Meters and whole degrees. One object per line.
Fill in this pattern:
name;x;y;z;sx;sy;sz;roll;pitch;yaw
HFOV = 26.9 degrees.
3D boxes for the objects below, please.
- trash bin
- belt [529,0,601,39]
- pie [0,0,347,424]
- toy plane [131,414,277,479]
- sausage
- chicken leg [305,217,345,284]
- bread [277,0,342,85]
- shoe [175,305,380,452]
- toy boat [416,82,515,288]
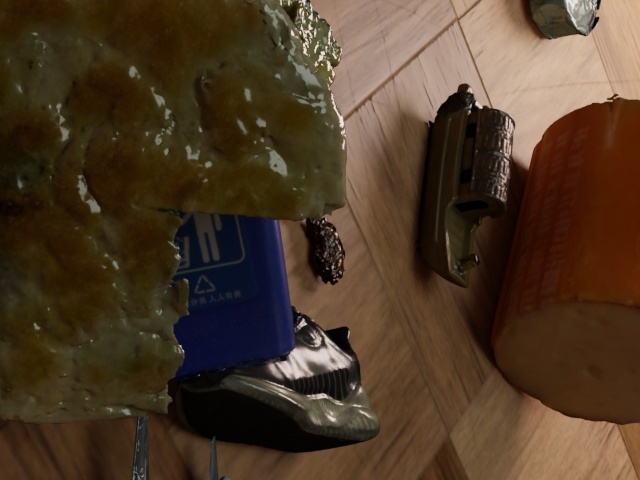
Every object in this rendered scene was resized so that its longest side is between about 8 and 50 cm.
trash bin;-0.095;-0.032;0.963;0.184;0.163;0.234;-99;178;-76
belt;0.305;-0.305;1.677;0.140;0.058;0.105;-29;111;-57
pie;-0.154;-0.048;0.821;0.075;0.338;0.337;-118;-173;-77
toy plane;-0.115;0.232;0.960;0.226;0.058;0.225;-39;124;-46
sausage;0.326;0.024;1.472;0.233;0.233;0.287;48;47;-36
chicken leg;0.002;0.001;1.212;0.036;0.021;0.083;-31;106;-43
bread;-0.063;-0.160;1.112;0.156;0.103;0.110;45;59;-30
shoe;-0.036;0.106;1.081;0.227;0.099;0.112;28;52;-52
toy boat;0.152;-0.058;1.377;0.068;0.088;0.225;39;51;-43
